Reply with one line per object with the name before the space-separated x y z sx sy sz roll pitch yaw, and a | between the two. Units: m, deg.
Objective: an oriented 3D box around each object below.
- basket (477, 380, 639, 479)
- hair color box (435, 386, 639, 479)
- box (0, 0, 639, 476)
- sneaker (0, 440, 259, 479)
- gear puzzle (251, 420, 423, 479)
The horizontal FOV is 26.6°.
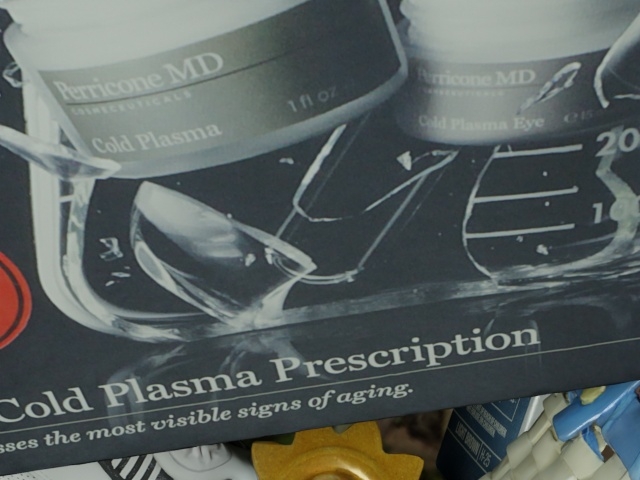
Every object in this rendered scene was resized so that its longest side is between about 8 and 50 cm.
basket | 0.192 0.148 0.559 0.289 0.201 0.255 -41 100 3
hair color box | 0.201 -0.006 0.695 0.173 0.105 0.347 17 97 -13
box | -0.022 -0.098 0.432 0.343 0.179 0.313 -10 135 4
sneaker | -0.108 0.170 0.654 0.366 0.137 0.210 37 90 -17
gear puzzle | 0.000 0.000 0.614 0.175 0.044 0.339 -7 67 -3
